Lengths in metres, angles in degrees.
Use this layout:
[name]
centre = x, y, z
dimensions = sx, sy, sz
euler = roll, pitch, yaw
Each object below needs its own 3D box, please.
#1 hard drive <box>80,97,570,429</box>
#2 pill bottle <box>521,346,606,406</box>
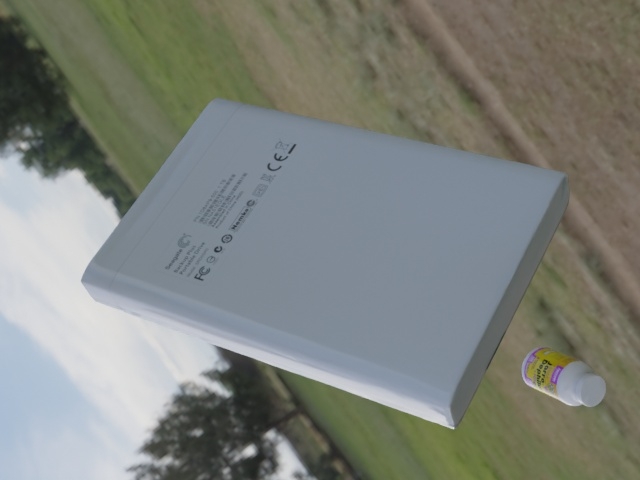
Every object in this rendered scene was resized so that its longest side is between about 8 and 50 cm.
[hard drive]
centre = 0.000, 0.000, 0.889
dimensions = 0.353, 0.233, 0.047
euler = 15, 148, 29
[pill bottle]
centre = 0.233, 0.131, 1.005
dimensions = 0.043, 0.043, 0.083
euler = 56, 164, -23
